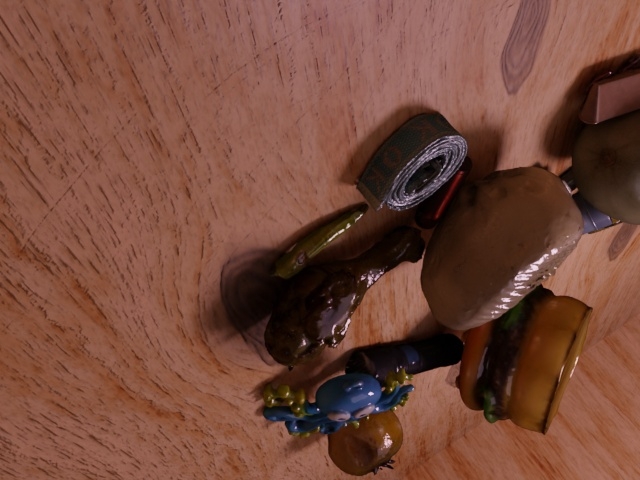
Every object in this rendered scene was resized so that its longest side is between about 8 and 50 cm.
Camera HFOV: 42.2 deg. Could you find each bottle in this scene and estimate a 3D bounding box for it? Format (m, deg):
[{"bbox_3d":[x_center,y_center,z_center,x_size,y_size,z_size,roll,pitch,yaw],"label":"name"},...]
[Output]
[{"bbox_3d":[0.217,-0.087,1.506,0.060,0.060,0.164,-18,148,-33],"label":"bottle"}]

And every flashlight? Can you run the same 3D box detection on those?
[{"bbox_3d":[0.226,0.299,2.103,0.424,0.103,0.103,-4,139,-49],"label":"flashlight"}]

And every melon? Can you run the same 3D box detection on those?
[{"bbox_3d":[0.652,-0.159,1.699,0.308,0.271,0.271,27,117,-28],"label":"melon"}]

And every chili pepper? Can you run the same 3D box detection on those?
[{"bbox_3d":[0.000,0.000,1.404,0.208,0.043,0.049,-36,141,-3],"label":"chili pepper"}]

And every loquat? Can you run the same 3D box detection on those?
[{"bbox_3d":[0.118,0.530,2.219,0.213,0.213,0.213,-28,152,-16],"label":"loquat"}]

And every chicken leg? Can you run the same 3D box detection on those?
[{"bbox_3d":[0.040,0.080,1.488,0.361,0.140,0.211,-43,176,-9],"label":"chicken leg"}]

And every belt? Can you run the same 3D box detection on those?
[{"bbox_3d":[0.159,-0.124,1.350,0.148,0.082,0.163,-5,139,-40],"label":"belt"}]

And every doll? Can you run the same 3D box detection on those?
[{"bbox_3d":[0.039,0.385,1.888,0.346,0.098,0.341,-3,147,-9],"label":"doll"}]

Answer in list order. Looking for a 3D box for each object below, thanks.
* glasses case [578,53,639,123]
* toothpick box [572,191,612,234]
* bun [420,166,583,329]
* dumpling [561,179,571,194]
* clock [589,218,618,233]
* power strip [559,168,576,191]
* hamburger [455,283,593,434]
[{"bbox_3d":[0.569,-0.300,1.594,0.194,0.070,0.102,-20,121,-27],"label":"glasses case"},{"bbox_3d":[0.573,-0.053,1.890,0.153,0.101,0.101,-24,158,20],"label":"toothpick box"},{"bbox_3d":[0.324,0.020,1.582,0.326,0.234,0.362,-36,164,-37],"label":"bun"},{"bbox_3d":[0.471,-0.022,1.801,0.193,0.147,0.258,4,116,-36],"label":"dumpling"},{"bbox_3d":[0.726,-0.061,2.072,0.237,0.057,0.237,-20,172,-3],"label":"clock"},{"bbox_3d":[0.616,-0.174,1.876,0.253,0.027,0.060,-38,153,3],"label":"power strip"},{"bbox_3d":[0.506,0.290,2.134,0.396,0.278,0.395,-46,146,-44],"label":"hamburger"}]
